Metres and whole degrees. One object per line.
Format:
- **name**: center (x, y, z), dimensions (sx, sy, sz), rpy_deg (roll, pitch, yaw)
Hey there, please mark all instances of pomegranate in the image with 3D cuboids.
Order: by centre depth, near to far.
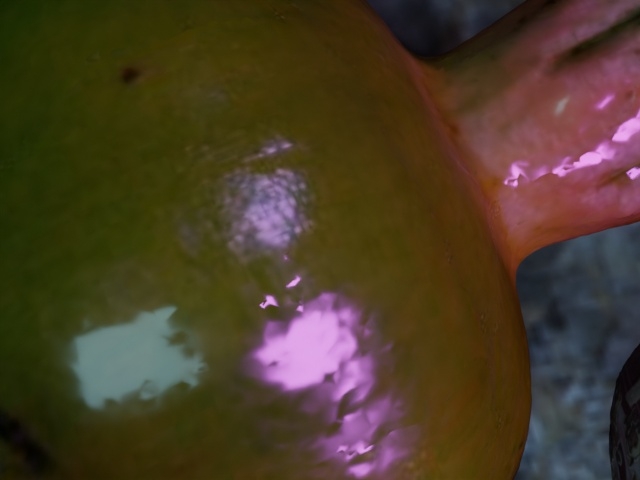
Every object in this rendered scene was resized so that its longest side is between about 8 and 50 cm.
- **pomegranate**: center (0.000, 0.000, 0.561), dimensions (0.301, 0.236, 0.236), rpy_deg (-22, 103, 6)

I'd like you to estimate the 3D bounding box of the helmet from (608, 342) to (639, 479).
- **helmet**: center (0.168, 0.105, 0.569), dimensions (0.153, 0.107, 0.177), rpy_deg (-19, 135, 41)
